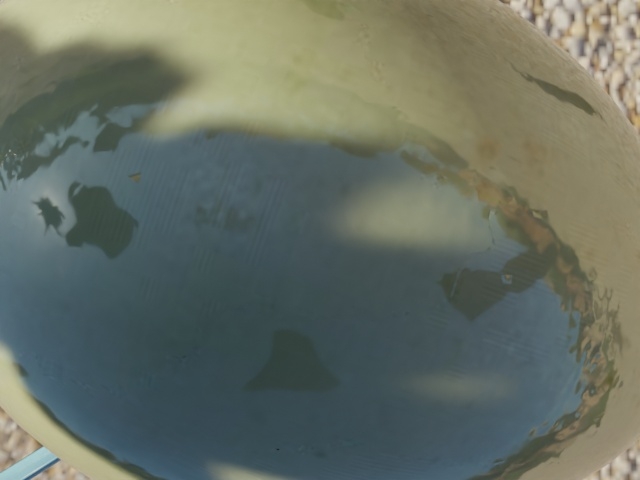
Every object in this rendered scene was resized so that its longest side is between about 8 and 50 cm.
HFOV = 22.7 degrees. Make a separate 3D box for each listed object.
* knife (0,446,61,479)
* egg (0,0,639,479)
[{"bbox_3d":[-0.170,0.134,0.933,0.027,0.096,0.010,29,138,39],"label":"knife"},{"bbox_3d":[0.000,0.000,0.504,0.253,0.189,0.189,15,128,-15],"label":"egg"}]
